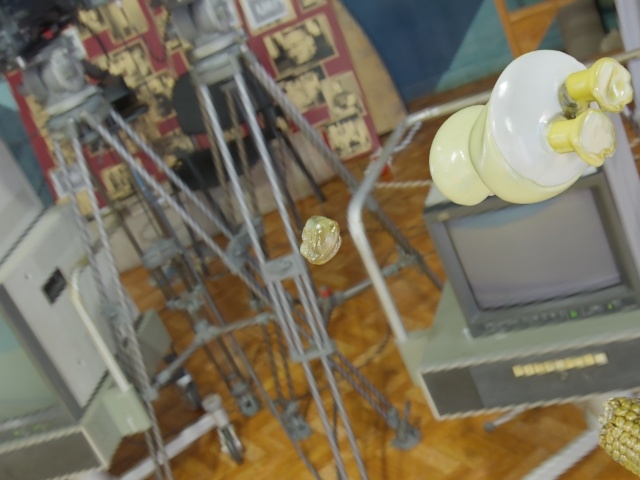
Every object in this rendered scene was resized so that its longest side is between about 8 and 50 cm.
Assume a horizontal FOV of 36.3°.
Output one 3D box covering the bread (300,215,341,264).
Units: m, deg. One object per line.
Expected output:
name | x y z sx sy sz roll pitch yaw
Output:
bread | 0.000 0.000 1.000 0.033 0.049 0.088 17 -1 -9

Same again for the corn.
corn | 0.462 0.278 1.154 0.293 0.106 0.106 31 49 18

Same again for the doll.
doll | 0.186 -0.095 0.939 0.296 0.117 0.141 146 141 -77
